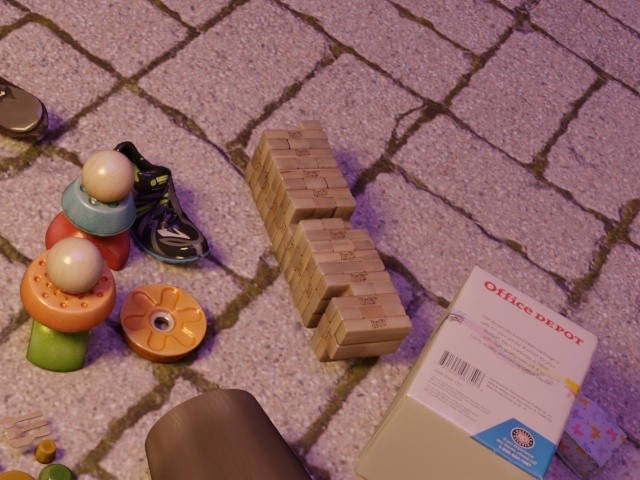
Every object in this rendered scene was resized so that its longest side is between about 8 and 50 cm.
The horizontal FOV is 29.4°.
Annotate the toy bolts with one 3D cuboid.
[{"bbox_3d":[-0.224,0.014,1.370,0.218,0.158,0.228,6,49,-18],"label":"toy bolts"}]

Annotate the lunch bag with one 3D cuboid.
[{"bbox_3d":[0.317,0.236,1.487,0.083,0.053,0.071,47,51,6],"label":"lunch bag"}]

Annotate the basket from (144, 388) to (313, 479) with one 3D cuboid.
[{"bbox_3d":[-0.076,0.275,1.217,0.204,0.154,0.227,-7,51,-30],"label":"basket"}]

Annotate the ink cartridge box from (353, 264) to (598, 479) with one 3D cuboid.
[{"bbox_3d":[0.180,0.186,1.388,0.171,0.168,0.232,32,46,5],"label":"ink cartridge box"}]

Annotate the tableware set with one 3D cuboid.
[{"bbox_3d":[-0.330,0.236,1.226,0.154,0.024,0.104,-16,62,-35],"label":"tableware set"}]

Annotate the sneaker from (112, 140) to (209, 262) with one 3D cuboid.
[{"bbox_3d":[-0.204,-0.046,1.489,0.067,0.078,0.188,-24,64,-37],"label":"sneaker"}]

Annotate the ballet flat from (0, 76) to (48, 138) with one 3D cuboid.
[{"bbox_3d":[-0.448,-0.198,1.539,0.250,0.058,0.084,28,81,9],"label":"ballet flat"}]

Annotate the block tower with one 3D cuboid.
[{"bbox_3d":[0.000,0.000,1.529,0.097,0.091,0.335,-2,51,-26],"label":"block tower"}]
